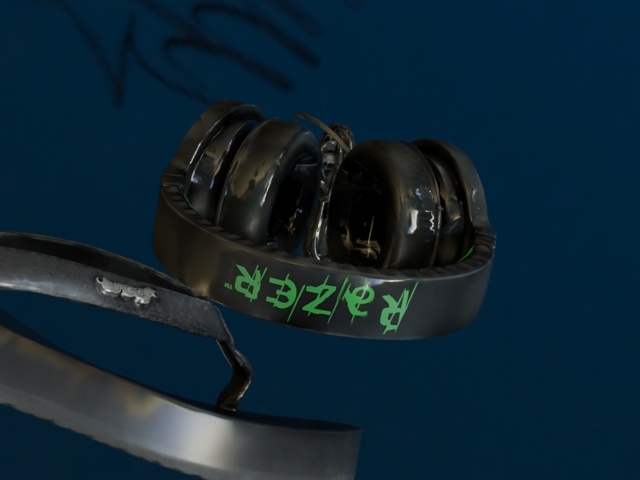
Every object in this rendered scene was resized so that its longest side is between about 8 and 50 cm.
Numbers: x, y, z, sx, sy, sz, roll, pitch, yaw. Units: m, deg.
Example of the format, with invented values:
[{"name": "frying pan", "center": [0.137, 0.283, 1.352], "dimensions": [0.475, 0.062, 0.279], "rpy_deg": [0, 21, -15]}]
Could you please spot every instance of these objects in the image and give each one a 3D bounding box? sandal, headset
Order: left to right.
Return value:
[{"name": "sandal", "center": [-0.096, 0.017, 0.546], "dimensions": [0.054, 0.254, 0.097], "rpy_deg": [-69, -163, -6]}, {"name": "headset", "center": [0.000, 0.000, 1.403], "dimensions": [0.394, 0.243, 0.185], "rpy_deg": [-82, -177, -70]}]
